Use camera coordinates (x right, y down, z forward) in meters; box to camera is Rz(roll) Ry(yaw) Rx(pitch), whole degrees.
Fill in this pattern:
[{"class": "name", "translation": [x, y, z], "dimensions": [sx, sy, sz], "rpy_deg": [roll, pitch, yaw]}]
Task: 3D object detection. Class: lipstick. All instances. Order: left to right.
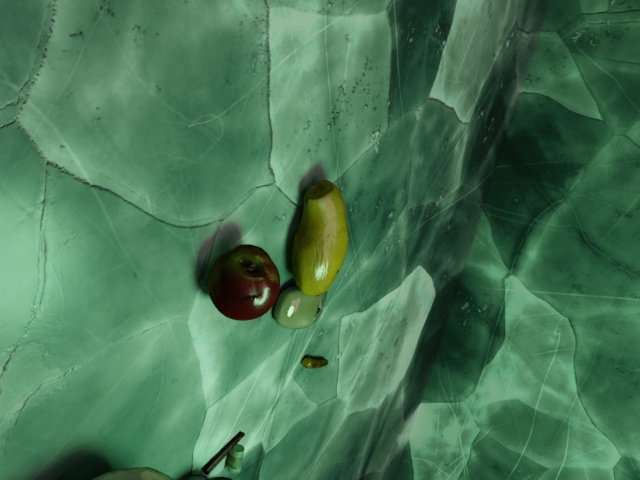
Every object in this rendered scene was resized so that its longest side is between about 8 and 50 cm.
[{"class": "lipstick", "translation": [-0.298, 0.662, 1.900], "dimensions": [0.176, 0.027, 0.027], "rpy_deg": [-39, 141, -42]}]

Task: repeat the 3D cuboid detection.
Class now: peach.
[{"class": "peach", "translation": [-0.193, 0.115, 1.537], "dimensions": [0.197, 0.197, 0.197], "rpy_deg": [-38, 140, -41]}]

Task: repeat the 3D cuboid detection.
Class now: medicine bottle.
[{"class": "medicine bottle", "translation": [-0.273, 0.700, 1.948], "dimensions": [0.047, 0.047, 0.083], "rpy_deg": [-13, 121, -56]}]

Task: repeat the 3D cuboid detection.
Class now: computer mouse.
[{"class": "computer mouse", "translation": [-0.055, 0.208, 1.923], "dimensions": [0.237, 0.082, 0.145], "rpy_deg": [6, 104, -59]}]

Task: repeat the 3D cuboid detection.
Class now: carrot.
[{"class": "carrot", "translation": [-0.017, 0.442, 2.199], "dimensions": [0.171, 0.042, 0.042], "rpy_deg": [21, 92, -64]}]

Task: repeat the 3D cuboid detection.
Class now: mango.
[{"class": "mango", "translation": [0.003, -0.002, 1.804], "dimensions": [0.187, 0.144, 0.359], "rpy_deg": [-5, 110, -52]}]

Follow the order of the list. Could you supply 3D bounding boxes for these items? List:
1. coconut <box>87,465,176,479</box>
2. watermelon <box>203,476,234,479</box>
[{"class": "coconut", "translation": [-0.417, 0.704, 1.376], "dimensions": [0.405, 0.405, 0.404], "rpy_deg": [-38, 140, -41]}, {"class": "watermelon", "translation": [-0.331, 0.857, 1.729], "dimensions": [0.359, 0.279, 0.279], "rpy_deg": [-59, 150, -16]}]
